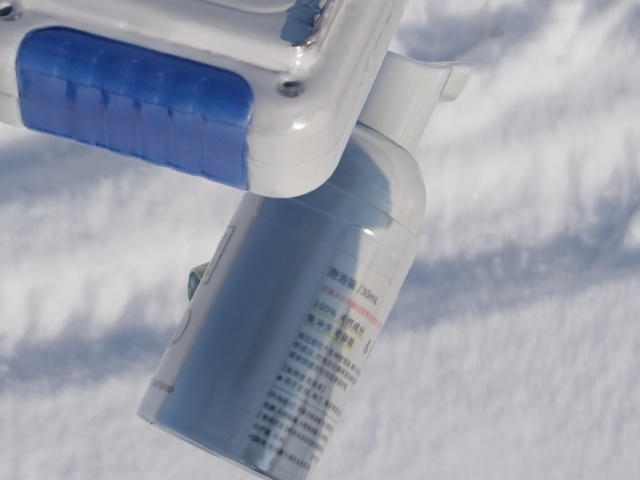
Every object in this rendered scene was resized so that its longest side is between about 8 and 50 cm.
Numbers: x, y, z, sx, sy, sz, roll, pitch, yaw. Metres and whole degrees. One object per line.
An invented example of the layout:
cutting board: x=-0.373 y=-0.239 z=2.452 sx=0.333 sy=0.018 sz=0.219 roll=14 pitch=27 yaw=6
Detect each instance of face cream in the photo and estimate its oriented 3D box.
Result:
face cream: x=0.000 y=0.000 z=1.317 sx=0.145 sy=0.145 sz=0.370 roll=22 pitch=79 yaw=17

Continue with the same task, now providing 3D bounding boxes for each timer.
timer: x=-0.043 y=-0.145 z=0.808 sx=0.178 sy=0.078 sz=0.253 roll=15 pitch=51 yaw=10

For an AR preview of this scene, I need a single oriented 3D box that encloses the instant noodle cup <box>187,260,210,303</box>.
instant noodle cup: x=-0.059 y=0.080 z=1.844 sx=0.144 sy=0.182 sz=0.182 roll=-14 pitch=68 yaw=-13
